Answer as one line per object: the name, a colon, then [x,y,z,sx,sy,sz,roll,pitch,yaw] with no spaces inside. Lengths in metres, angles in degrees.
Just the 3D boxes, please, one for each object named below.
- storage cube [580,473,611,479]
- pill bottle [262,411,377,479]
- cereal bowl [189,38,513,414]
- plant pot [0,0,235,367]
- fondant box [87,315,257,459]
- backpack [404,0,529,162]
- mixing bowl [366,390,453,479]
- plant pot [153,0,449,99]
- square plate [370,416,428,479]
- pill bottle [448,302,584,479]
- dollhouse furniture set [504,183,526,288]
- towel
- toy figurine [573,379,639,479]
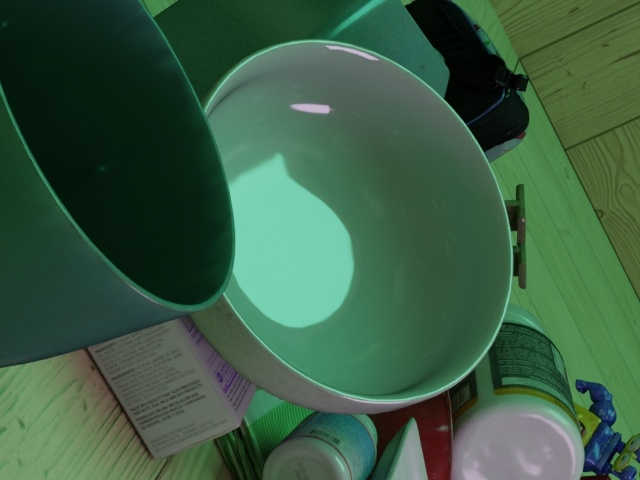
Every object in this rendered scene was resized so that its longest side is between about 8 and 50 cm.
storage cube: [0.254,0.401,1.838,0.193,0.183,0.215,-57,132,-49]
pill bottle: [0.005,0.214,1.544,0.087,0.087,0.160,65,19,-2]
cereal bowl: [0.000,0.000,1.425,0.339,0.141,0.339,13,63,-28]
plant pot: [-0.234,-0.041,1.104,0.293,0.235,0.293,52,24,-34]
fondant box: [-0.163,-0.001,1.458,0.330,0.096,0.238,62,19,-14]
backpack: [0.171,-0.223,2.378,0.213,0.276,0.263,44,22,-57]
mixing bowl: [0.083,0.232,1.778,0.181,0.098,0.181,-179,-90,-82]
plant pot: [-0.016,-0.168,1.681,0.248,0.252,0.247,49,-2,-40]
square plate: [0.070,0.396,1.552,0.347,0.049,0.344,-49,131,-68]
pill bottle: [0.217,0.191,1.871,0.162,0.162,0.278,59,14,-20]
dollhouse furniture set: [0.173,0.012,2.170,0.161,0.212,0.242,-83,170,-54]
towel: [-0.004,0.279,1.635,0.325,0.038,0.248,65,18,-1]
toy figurine: [0.391,0.346,2.468,0.362,0.217,0.191,-55,149,-18]
